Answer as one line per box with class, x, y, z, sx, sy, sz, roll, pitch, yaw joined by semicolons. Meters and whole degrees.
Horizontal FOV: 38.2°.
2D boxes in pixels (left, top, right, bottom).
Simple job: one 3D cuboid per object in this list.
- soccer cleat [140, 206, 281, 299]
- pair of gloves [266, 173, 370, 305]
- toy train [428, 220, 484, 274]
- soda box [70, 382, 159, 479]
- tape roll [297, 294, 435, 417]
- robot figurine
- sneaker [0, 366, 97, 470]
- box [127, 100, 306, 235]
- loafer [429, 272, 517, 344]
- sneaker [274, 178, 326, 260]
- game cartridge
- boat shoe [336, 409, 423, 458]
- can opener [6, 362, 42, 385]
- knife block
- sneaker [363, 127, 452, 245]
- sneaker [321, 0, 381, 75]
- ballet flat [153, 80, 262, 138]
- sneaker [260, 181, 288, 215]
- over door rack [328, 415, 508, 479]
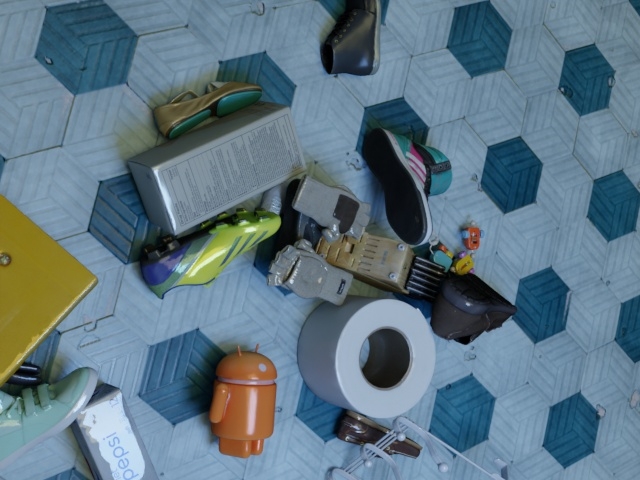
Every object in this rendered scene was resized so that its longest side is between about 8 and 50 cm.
soccer cleat;-0.208;0.024;1.804;0.289;0.093;0.121;-22;111;-13
pair of gloves;0.000;0.000;1.849;0.204;0.042;0.240;16;91;-41
toy train;0.303;0.020;2.125;0.166;0.046;0.125;-6;92;-32
soda box;-0.376;0.417;1.726;0.098;0.091;0.286;-27;103;-27
tape roll;0.095;0.239;1.939;0.246;0.169;0.246;0;89;-29
robot figurine;-0.151;0.315;1.827;0.158;0.128;0.219;5;88;-22
sneaker;-0.523;0.280;1.612;0.256;0.094;0.151;-38;119;-8
box;-0.196;-0.146;1.791;0.311;0.121;0.148;-27;116;-26
loafer;0.320;0.156;2.035;0.130;0.134;0.366;-55;153;12
sneaker;-0.020;-0.012;1.911;0.130;0.087;0.227;3;103;-38
game cartridge;-0.596;0.094;1.583;0.285;0.053;0.324;41;72;-1
boat shoe;0.127;0.437;2.015;0.207;0.073;0.073;27;79;-19
can opener;-0.587;0.229;1.639;0.186;0.073;0.059;6;49;-32
knife block;0.137;0.060;2.023;0.275;0.242;0.088;15;79;18
sneaker;0.215;-0.108;1.989;0.178;0.124;0.295;7;51;-36
sneaker;0.061;-0.462;1.967;0.118;0.083;0.222;-8;95;-28
ballet flat;-0.223;-0.276;1.822;0.232;0.080;0.073;-28;75;-28
sneaker;-0.102;-0.055;1.893;0.053;0.061;0.152;37;72;-21
over door rack;0.216;0.517;1.967;0.324;0.239;0.108;29;34;-25
